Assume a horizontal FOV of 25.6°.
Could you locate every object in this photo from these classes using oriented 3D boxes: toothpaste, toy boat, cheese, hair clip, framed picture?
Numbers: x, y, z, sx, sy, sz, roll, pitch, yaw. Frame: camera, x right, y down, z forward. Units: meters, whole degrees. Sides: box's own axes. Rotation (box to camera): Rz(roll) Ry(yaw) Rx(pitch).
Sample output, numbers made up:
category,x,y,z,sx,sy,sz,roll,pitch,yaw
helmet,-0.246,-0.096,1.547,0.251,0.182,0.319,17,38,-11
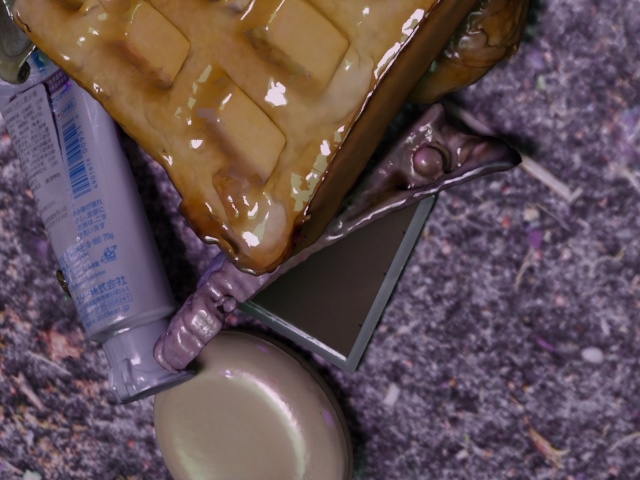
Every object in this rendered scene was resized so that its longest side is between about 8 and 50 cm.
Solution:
category,x,y,z,sx,sy,sz,roll,pitch,yaw
toothpaste,-0.180,-0.021,1.116,0.114,0.073,0.299,-26,80,33
toy boat,-0.215,-0.210,1.060,0.089,0.071,0.185,19,121,16
cheese,-0.076,0.109,1.149,0.163,0.071,0.249,-19,95,27
hair clip,-0.002,-0.007,1.003,0.300,0.173,0.069,-31,94,12
framed picture,-0.003,0.002,1.098,0.142,0.011,0.183,29,123,10

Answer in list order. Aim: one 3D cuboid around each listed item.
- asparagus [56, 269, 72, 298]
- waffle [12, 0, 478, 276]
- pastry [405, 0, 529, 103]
category,x,y,z,sx,sy,sz,roll,pitch,yaw
asparagus,-0.168,0.080,1.213,0.163,0.016,0.016,40,143,2
waffle,-0.033,-0.194,0.895,0.304,0.077,0.348,44,115,20
pastry,0.067,-0.168,0.938,0.153,0.081,0.153,7,109,21
